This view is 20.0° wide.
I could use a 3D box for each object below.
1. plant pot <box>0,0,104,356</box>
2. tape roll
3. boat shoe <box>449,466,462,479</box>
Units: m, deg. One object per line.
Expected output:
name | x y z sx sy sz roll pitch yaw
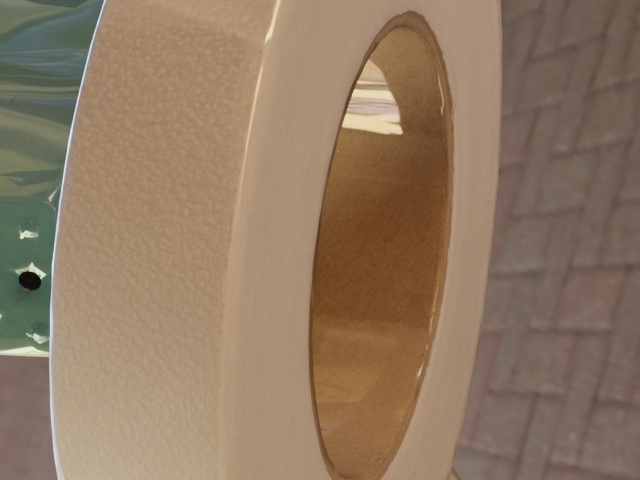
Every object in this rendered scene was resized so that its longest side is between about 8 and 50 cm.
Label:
plant pot | -0.184 -0.036 1.110 0.234 0.166 0.165 -79 -10 -58
tape roll | 0.000 0.000 0.782 0.392 0.072 0.392 6 -90 -71
boat shoe | 0.078 0.215 1.315 0.081 0.227 0.079 -30 43 -4
